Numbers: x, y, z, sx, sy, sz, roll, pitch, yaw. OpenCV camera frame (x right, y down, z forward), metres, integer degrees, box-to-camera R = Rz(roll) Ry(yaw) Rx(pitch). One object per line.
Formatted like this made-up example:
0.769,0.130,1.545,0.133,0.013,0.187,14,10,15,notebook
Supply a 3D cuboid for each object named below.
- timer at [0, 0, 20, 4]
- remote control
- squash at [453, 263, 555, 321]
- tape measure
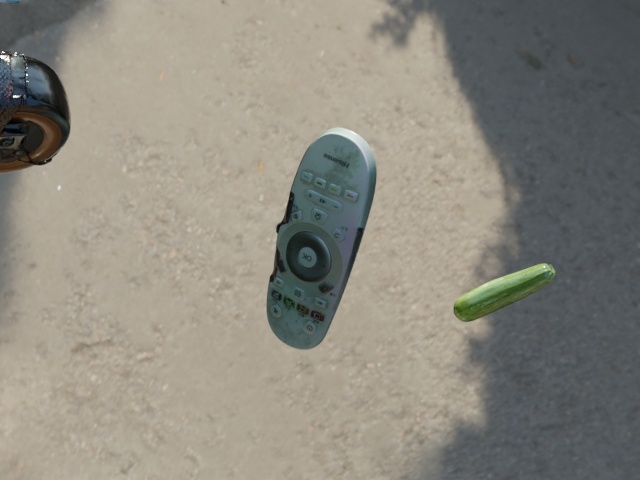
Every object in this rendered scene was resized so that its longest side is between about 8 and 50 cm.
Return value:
-0.549,-0.398,1.255,0.255,0.175,0.175,31,51,-31,timer
-0.001,0.001,0.975,0.097,0.256,0.045,28,22,23,remote control
0.150,0.042,0.738,0.089,0.027,0.027,-24,67,11,squash
-0.473,-0.179,1.331,0.202,0.223,0.135,-10,71,-24,tape measure
